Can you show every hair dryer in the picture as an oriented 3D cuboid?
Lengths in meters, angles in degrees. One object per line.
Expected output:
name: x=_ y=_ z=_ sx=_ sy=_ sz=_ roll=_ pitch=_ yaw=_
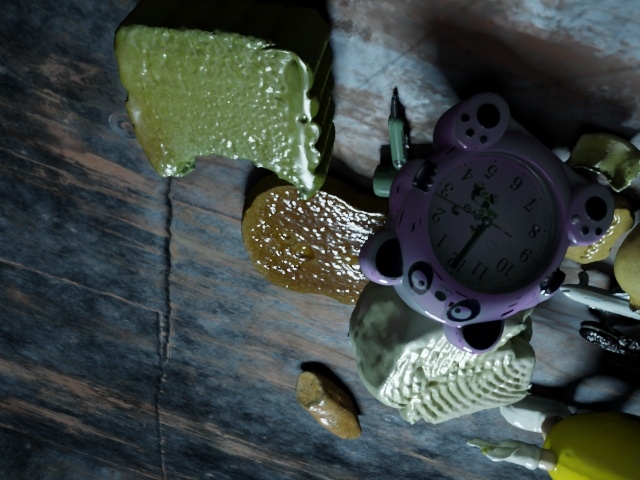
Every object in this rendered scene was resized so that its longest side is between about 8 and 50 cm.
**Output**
hair dryer: x=0.099 y=-0.117 z=0.777 sx=0.071 sy=0.047 sz=0.150 roll=4 pitch=134 yaw=20

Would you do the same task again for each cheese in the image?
cheese: x=0.334 y=-0.092 z=0.709 sx=0.084 sy=0.041 sz=0.060 roll=31 pitch=138 yaw=17

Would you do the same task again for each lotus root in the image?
lotus root: x=0.434 y=0.024 z=0.741 sx=0.125 sy=0.118 sz=0.221 roll=35 pitch=130 yaw=22

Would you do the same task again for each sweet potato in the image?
sweet potato: x=0.024 y=0.382 z=1.374 sx=0.097 sy=0.097 sz=0.251 roll=-8 pitch=133 yaw=30

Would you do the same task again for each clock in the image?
clock: x=0.182 y=-0.014 z=0.697 sx=0.227 sy=0.248 sz=0.090 roll=38 pitch=176 yaw=-7

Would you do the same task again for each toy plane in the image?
toy plane: x=0.450 y=0.097 z=0.880 sx=0.226 sy=0.058 sz=0.226 roll=25 pitch=154 yaw=-2

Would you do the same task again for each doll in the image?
doll: x=0.444 y=0.347 z=1.006 sx=0.348 sy=0.161 sz=0.423 roll=7 pitch=180 yaw=29

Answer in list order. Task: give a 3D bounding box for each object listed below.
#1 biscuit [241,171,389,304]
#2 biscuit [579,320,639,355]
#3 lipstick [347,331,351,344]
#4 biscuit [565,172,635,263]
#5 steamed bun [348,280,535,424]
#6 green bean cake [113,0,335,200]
biscuit: x=0.000 y=-0.001 z=0.950 sx=0.257 sy=0.049 sz=0.273 roll=15 pitch=144 yaw=0
biscuit: x=0.439 y=0.149 z=0.924 sx=0.089 sy=0.027 sz=0.087 roll=19 pitch=170 yaw=35
lipstick: x=0.104 y=0.168 z=1.129 sx=0.116 sy=0.037 sz=0.037 roll=-26 pitch=125 yaw=38
biscuit: x=0.288 y=-0.030 z=0.811 sx=0.226 sy=0.036 sz=0.166 roll=17 pitch=143 yaw=3
steamed bun: x=0.177 y=0.130 z=0.901 sx=0.275 sy=0.206 sz=0.320 roll=-24 pitch=136 yaw=1
green bean cake: x=-0.101 y=-0.171 z=0.723 sx=0.236 sy=0.124 sz=0.233 roll=10 pitch=140 yaw=10
